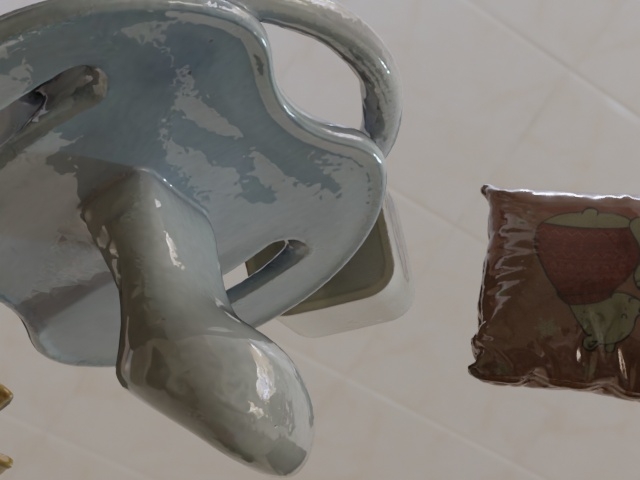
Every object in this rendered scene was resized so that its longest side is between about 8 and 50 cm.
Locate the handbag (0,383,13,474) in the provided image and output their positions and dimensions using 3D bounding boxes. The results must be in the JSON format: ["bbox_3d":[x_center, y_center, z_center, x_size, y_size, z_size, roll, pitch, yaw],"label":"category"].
[{"bbox_3d":[-0.435,0.170,1.020,0.401,0.283,0.133,-35,-138,21],"label":"handbag"}]

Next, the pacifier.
[{"bbox_3d":[-0.056,0.009,0.649,0.227,0.279,0.207,-29,-123,14],"label":"pacifier"}]

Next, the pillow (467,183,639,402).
[{"bbox_3d":[0.239,0.042,1.239,0.084,0.236,0.223,89,11,-52],"label":"pillow"}]

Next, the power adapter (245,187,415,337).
[{"bbox_3d":[0.000,0.000,1.256,0.125,0.205,0.130,-13,-103,8],"label":"power adapter"}]
